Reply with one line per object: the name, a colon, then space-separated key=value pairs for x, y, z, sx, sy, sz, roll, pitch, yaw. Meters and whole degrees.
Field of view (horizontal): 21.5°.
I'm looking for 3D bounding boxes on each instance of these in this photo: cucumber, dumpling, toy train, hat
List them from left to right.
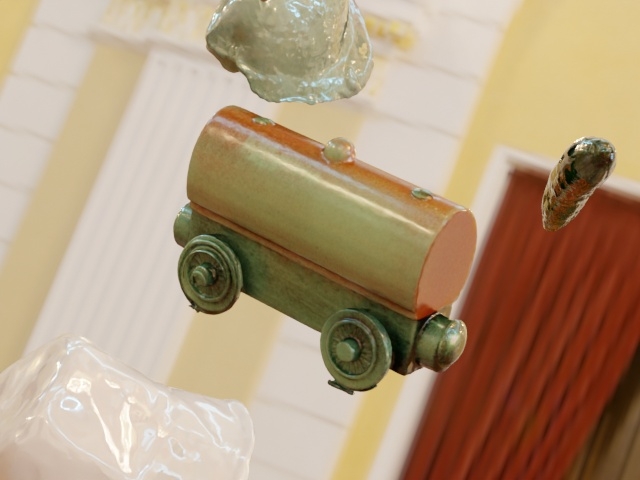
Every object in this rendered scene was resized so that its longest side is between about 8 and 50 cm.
hat: x=-0.149 y=0.138 z=1.016 sx=0.126 sy=0.203 sz=0.203 roll=48 pitch=-19 yaw=-22
dumpling: x=-0.024 y=-0.204 z=1.559 sx=0.105 sy=0.216 sz=0.149 roll=0 pitch=-45 yaw=31
toy train: x=0.000 y=0.000 z=1.354 sx=0.285 sy=0.177 sz=0.116 roll=26 pitch=27 yaw=31
cucumber: x=0.186 y=-0.046 z=1.221 sx=0.039 sy=0.039 sz=0.168 roll=21 pitch=-19 yaw=1
